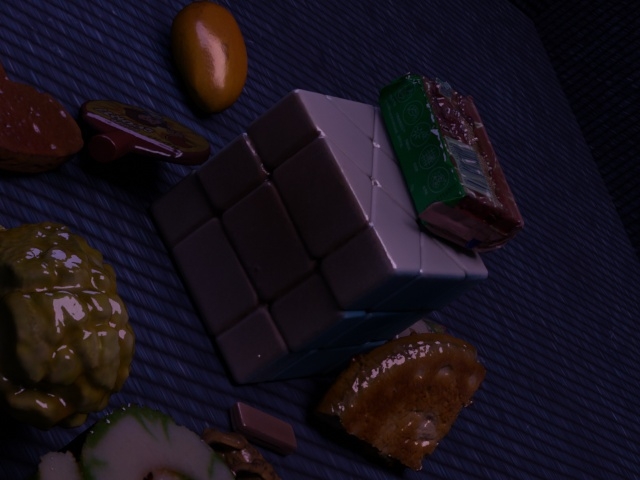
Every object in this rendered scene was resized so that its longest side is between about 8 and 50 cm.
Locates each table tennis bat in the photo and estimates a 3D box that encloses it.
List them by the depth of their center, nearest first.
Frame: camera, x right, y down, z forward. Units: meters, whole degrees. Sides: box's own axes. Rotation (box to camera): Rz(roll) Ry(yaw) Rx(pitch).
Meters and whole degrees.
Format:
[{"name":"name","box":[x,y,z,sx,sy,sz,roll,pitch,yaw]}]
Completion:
[{"name":"table tennis bat","box":[-0.267,-0.150,2.104,0.200,0.038,0.310,23,13,6]}]

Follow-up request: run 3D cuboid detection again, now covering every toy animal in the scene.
[{"name":"toy animal","box":[-0.078,0.321,1.922,0.275,0.054,0.149,34,16,-53]}]

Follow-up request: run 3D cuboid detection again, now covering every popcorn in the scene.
[{"name":"popcorn","box":[-0.324,0.096,1.579,0.258,0.270,0.224,-24,122,-66]}]

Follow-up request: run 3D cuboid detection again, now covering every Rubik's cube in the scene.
[{"name":"Rubik's cube","box":[0.000,0.000,2.163,0.322,0.316,0.319,4,55,-60]}]

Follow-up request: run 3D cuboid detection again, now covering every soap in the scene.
[{"name":"soap","box":[0.191,-0.119,2.161,0.218,0.098,0.273,26,37,-45]}]

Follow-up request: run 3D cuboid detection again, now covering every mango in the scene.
[{"name":"mango","box":[-0.190,-0.307,2.470,0.145,0.112,0.219,25,49,-47]}]

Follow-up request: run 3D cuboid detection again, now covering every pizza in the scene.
[{"name":"pizza","box":[0.123,0.256,2.257,0.335,0.226,0.086,-17,26,-36]}]

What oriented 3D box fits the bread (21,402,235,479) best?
[{"name":"bread","box":[-0.212,0.351,1.578,0.382,0.129,0.366,33,33,-36]}]

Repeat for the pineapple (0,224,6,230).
[{"name":"pineapple","box":[-0.385,0.014,1.772,0.114,0.077,0.114,51,18,25]}]

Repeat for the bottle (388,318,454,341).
[{"name":"bottle","box":[0.146,0.181,2.419,0.253,0.120,0.120,16,45,-53]}]

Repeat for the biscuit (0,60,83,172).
[{"name":"biscuit","box":[-0.451,-0.208,1.954,0.277,0.052,0.262,57,21,7]}]

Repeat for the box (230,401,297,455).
[{"name":"box","box":[-0.080,0.264,2.033,0.115,0.025,0.048,30,29,-41]}]
